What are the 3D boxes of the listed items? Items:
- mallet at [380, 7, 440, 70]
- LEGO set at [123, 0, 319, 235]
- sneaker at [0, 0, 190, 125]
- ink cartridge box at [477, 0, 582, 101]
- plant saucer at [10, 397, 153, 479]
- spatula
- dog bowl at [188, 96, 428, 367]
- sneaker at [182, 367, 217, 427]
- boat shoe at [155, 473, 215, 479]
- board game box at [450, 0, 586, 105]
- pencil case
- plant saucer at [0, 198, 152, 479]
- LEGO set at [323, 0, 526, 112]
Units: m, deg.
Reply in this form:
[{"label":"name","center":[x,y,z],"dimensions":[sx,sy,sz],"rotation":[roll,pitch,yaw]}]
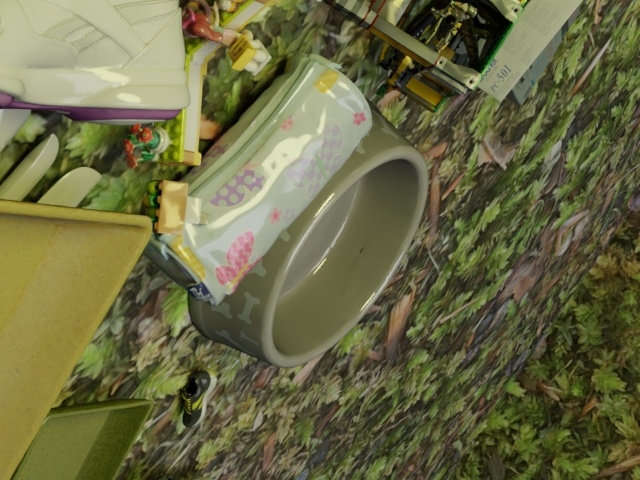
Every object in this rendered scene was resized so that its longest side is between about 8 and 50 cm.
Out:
[{"label":"mallet","center":[0.141,-0.269,1.426],"dimensions":[0.190,0.039,0.062],"rotation":[-48,158,-6]},{"label":"LEGO set","center":[-0.118,-0.144,0.996],"dimensions":[0.107,0.132,0.287],"rotation":[7,121,-54]},{"label":"sneaker","center":[-0.214,-0.163,0.835],"dimensions":[0.305,0.114,0.152],"rotation":[-2,96,-55]},{"label":"ink cartridge box","center":[0.234,-0.248,1.223],"dimensions":[0.207,0.046,0.097],"rotation":[-53,-174,40]},{"label":"plant saucer","center":[-0.283,0.243,1.257],"dimensions":[0.188,0.045,0.188],"rotation":[-61,155,11]},{"label":"spatula","center":[-0.296,0.001,0.968],"dimensions":[0.242,0.019,0.168],"rotation":[-49,156,-7]},{"label":"dog bowl","center":[0.000,0.000,1.414],"dimensions":[0.349,0.102,0.349],"rotation":[-43,154,-27]},{"label":"sneaker","center":[-0.158,0.193,1.456],"dimensions":[0.035,0.031,0.083],"rotation":[1,116,-47]},{"label":"boat shoe","center":[-0.161,0.365,1.561],"dimensions":[0.105,0.113,0.306],"rotation":[-41,147,2]},{"label":"board game box","center":[0.291,-0.331,1.490],"dimensions":[0.303,0.097,0.224],"rotation":[-57,171,7]},{"label":"pencil case","center":[-0.068,-0.065,1.190],"dimensions":[0.273,0.113,0.124],"rotation":[-48,135,-17]},{"label":"plant saucer","center":[-0.324,0.089,0.918],"dimensions":[0.333,0.081,0.333],"rotation":[-57,155,13]},{"label":"LEGO set","center":[0.125,-0.305,1.242],"dimensions":[0.331,0.192,0.255],"rotation":[-57,-174,10]}]
